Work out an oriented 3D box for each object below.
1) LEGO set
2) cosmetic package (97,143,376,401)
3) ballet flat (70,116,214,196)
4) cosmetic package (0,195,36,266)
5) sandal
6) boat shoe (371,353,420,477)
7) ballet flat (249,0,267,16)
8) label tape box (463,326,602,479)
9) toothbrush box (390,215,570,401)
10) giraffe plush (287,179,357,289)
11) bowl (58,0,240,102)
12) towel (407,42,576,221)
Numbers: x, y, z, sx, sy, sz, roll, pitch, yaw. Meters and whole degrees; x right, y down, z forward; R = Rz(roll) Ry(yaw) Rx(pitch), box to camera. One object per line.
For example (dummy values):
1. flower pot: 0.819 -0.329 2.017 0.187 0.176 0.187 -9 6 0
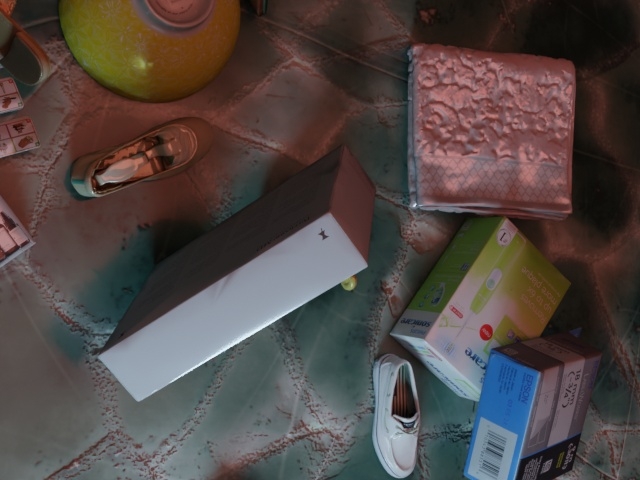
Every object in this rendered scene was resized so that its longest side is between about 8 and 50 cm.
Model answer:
1. LEGO set: -0.552 -0.175 1.243 0.244 0.060 0.182 -22 87 -26
2. cosmetic package: -0.104 0.036 1.222 0.377 0.284 0.097 -31 105 18
3. ballet flat: -0.264 -0.129 1.353 0.248 0.086 0.086 -27 101 -25
4. cosmetic package: -0.533 0.033 1.227 0.239 0.060 0.099 -39 105 -22
5. sandal: -0.468 -0.334 1.267 0.240 0.088 0.079 50 35 -6
6. boat shoe: 0.137 0.317 1.548 0.083 0.076 0.226 -12 95 -26
7. ballet flat: -0.113 -0.478 1.453 0.068 0.072 0.213 6 85 1
8. label tape box: 0.414 0.301 1.577 0.334 0.106 0.240 -4 109 -46
9. toothbrush box: 0.298 0.126 1.607 0.206 0.122 0.283 43 73 -20
10. giraffe plush: 0.000 0.000 1.432 0.181 0.170 0.210 28 77 -24
11. bowl: -0.239 -0.365 1.329 0.290 0.156 0.289 1 88 -26
12. towel: 0.320 -0.201 1.618 0.332 0.053 0.316 3 83 -15
